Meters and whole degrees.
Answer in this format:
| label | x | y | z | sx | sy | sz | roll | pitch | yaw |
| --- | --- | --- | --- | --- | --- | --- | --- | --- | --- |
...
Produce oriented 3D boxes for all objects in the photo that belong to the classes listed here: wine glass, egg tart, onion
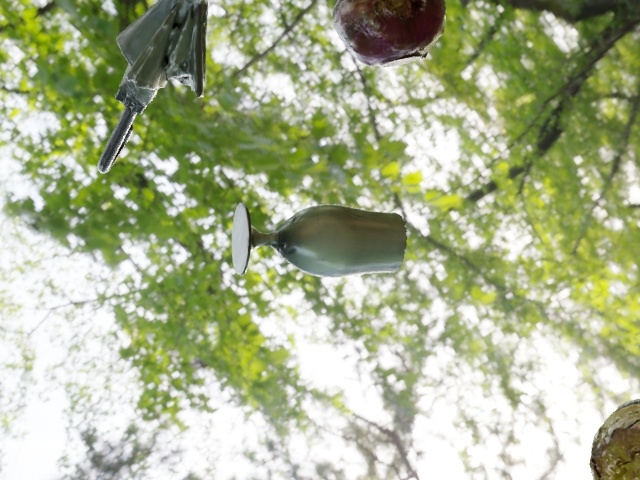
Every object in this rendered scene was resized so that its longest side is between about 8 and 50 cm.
| label | x | y | z | sx | sy | sz | roll | pitch | yaw |
| --- | --- | --- | --- | --- | --- | --- | --- | --- | --- |
| wine glass | 0.000 | 0.000 | 1.089 | 0.202 | 0.093 | 0.093 | 1 | -126 | -20 |
| egg tart | 0.426 | 0.290 | 1.056 | 0.094 | 0.234 | 0.234 | -15 | -109 | -37 |
| onion | 0.114 | -0.327 | 1.405 | 0.198 | 0.173 | 0.135 | 54 | -157 | -76 |

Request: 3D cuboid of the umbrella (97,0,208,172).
| label | x | y | z | sx | sy | sz | roll | pitch | yaw |
| --- | --- | --- | --- | --- | --- | --- | --- | --- | --- |
| umbrella | -0.041 | -0.106 | 0.343 | 0.044 | 0.269 | 0.044 | 32 | -136 | -8 |
